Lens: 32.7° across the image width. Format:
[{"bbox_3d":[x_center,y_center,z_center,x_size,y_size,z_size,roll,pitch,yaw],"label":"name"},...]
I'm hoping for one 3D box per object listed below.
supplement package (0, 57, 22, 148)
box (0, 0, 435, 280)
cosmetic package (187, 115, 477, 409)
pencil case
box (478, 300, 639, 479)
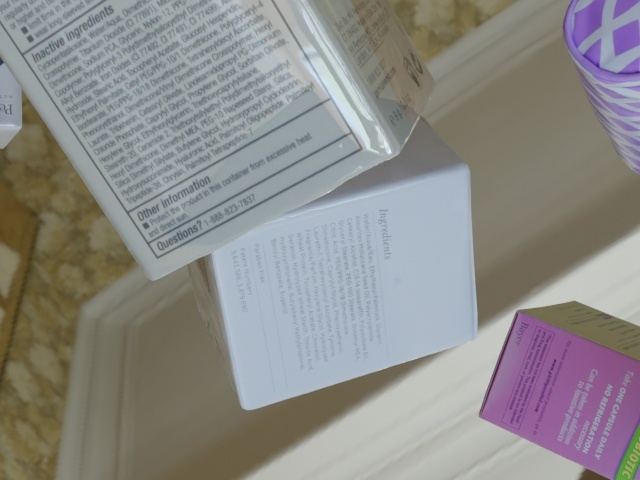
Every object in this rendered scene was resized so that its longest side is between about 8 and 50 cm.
[{"bbox_3d":[-0.336,-0.208,0.945,0.139,0.244,0.134,-2,177,-23],"label":"supplement package"},{"bbox_3d":[-0.089,-0.156,0.499,0.148,0.311,0.121,-25,-166,23],"label":"box"},{"bbox_3d":[0.000,0.000,0.795,0.184,0.151,0.151,-15,-147,-12],"label":"cosmetic package"},{"bbox_3d":[0.212,-0.102,0.683,0.086,0.206,0.088,43,-84,26],"label":"pencil case"},{"bbox_3d":[0.316,0.160,1.085,0.243,0.213,0.117,22,-80,26],"label":"box"}]
